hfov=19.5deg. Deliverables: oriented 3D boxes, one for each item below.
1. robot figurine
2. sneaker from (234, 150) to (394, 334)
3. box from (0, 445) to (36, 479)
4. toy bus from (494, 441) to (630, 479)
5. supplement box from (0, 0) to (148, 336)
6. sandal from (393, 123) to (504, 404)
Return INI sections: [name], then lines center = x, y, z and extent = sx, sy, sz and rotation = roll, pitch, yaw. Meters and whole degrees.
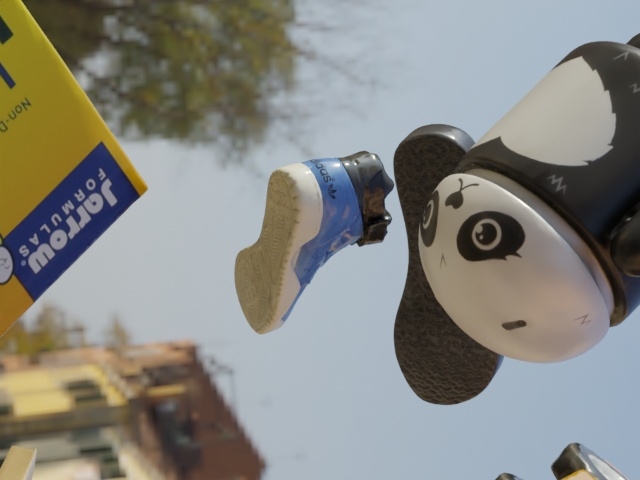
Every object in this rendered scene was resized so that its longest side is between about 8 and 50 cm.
[robot figurine]
center = 0.197, -0.038, 1.383
extent = 0.173, 0.278, 0.209
rotation = 42, -17, 13
[sneaker]
center = 0.000, 0.001, 1.168
extent = 0.058, 0.085, 0.152
rotation = 58, -31, 30
[box]
center = -0.183, 0.209, 0.957
extent = 0.201, 0.021, 0.164
rotation = -97, -158, -80
[toy bus]
center = 0.098, 0.167, 0.727
extent = 0.130, 0.108, 0.333
rotation = 41, 8, 14
[supplement box]
center = -0.300, -0.108, 1.074
extent = 0.195, 0.194, 0.356
rotation = 13, -36, 50
[sandal]
center = 0.114, 0.022, 1.569
extent = 0.054, 0.097, 0.254
rotation = -44, 138, -58
